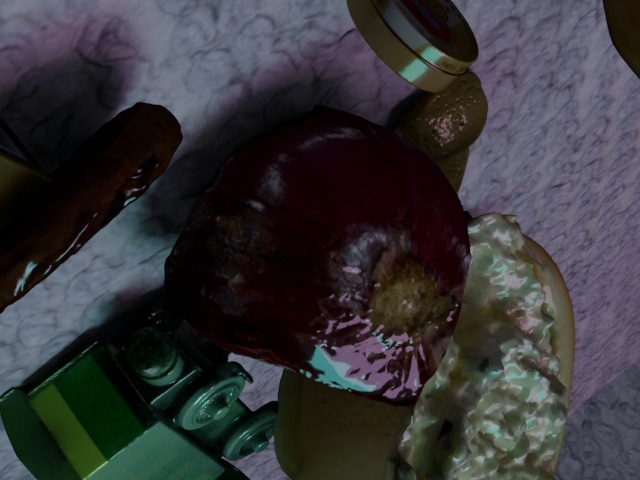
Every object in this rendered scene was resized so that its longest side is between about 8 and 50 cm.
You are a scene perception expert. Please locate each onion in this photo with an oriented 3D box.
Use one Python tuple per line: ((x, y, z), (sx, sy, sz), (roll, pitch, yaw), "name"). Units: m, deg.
((-0.004, -0.003, 1.297), (0.207, 0.216, 0.206), (22, 89, -36), "onion")

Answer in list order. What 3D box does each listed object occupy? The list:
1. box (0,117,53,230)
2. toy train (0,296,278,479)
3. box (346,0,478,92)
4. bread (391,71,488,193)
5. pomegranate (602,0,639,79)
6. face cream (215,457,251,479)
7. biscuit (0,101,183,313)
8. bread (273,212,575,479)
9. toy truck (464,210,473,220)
((-0.270, -0.027, 0.930), (0.159, 0.071, 0.240), (-41, 162, 6), "box")
((-0.151, 0.162, 1.495), (0.202, 0.120, 0.301), (-37, 160, -3), "toy train")
((0.067, -0.157, 1.213), (0.037, 0.105, 0.105), (-41, 162, 27), "box")
((0.112, -0.081, 1.535), (0.149, 0.065, 0.187), (-49, 158, 10), "bread")
((0.374, -0.208, 1.424), (0.252, 0.270, 0.229), (-13, 156, -40), "pomegranate")
((-0.214, 0.385, 1.689), (0.357, 0.219, 0.312), (-31, 180, -38), "face cream")
((-0.163, -0.019, 1.069), (0.192, 0.049, 0.192), (-42, -165, 14), "biscuit")
((0.094, 0.135, 1.461), (0.211, 0.316, 0.270), (20, 166, -31), "bread")
((0.113, 0.064, 1.805), (0.242, 0.101, 0.125), (-33, 172, -26), "toy truck")
